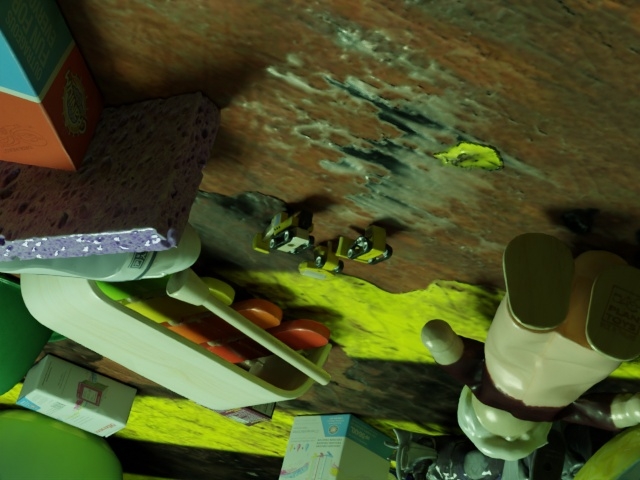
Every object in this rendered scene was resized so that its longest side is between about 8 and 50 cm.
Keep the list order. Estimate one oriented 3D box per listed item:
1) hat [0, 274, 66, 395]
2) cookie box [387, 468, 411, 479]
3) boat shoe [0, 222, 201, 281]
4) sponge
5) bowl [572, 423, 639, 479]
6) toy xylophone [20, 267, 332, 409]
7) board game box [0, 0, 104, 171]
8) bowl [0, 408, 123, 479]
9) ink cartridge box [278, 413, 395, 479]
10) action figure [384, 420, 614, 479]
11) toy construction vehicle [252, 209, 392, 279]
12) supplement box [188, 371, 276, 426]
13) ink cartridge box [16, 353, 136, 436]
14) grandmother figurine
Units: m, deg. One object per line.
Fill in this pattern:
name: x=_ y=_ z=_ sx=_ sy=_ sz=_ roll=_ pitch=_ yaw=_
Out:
hat: x=-0.371 y=0.152 z=1.280 sx=0.172 sy=0.184 sz=0.208 roll=-1 pitch=150 yaw=28
cookie box: x=0.053 y=0.319 z=1.545 sx=0.091 sy=0.040 sz=0.107 roll=22 pitch=152 yaw=-15
boat shoe: x=-0.203 y=-0.007 z=0.966 sx=0.258 sy=0.095 sz=0.084 roll=17 pitch=-176 yaw=42
sponge: x=-0.175 y=-0.043 z=0.871 sx=0.210 sy=0.117 sz=0.031 roll=-4 pitch=146 yaw=33
bowl: x=0.324 y=0.269 z=1.079 sx=0.289 sy=0.290 sz=0.156 roll=22 pitch=-172 yaw=-15
toy xylophone: x=-0.118 y=0.074 z=1.110 sx=0.236 sy=0.081 sz=0.322 roll=-10 pitch=144 yaw=40
board game box: x=-0.329 y=-0.156 z=0.792 sx=0.316 sy=0.064 sz=0.242 roll=9 pitch=153 yaw=12
bowl: x=-0.410 y=0.349 z=1.711 sx=0.311 sy=0.163 sz=0.311 roll=11 pitch=154 yaw=6
ink cartridge box: x=0.013 y=0.286 z=1.385 sx=0.092 sy=0.143 sz=0.090 roll=-10 pitch=144 yaw=40
action figure: x=0.180 y=0.243 z=1.266 sx=0.185 sy=0.099 sz=0.285 roll=8 pitch=163 yaw=-25
toy construction vehicle: x=0.000 y=0.000 z=0.967 sx=0.085 sy=0.035 sz=0.098 roll=15 pitch=159 yaw=-25
supplement box: x=-0.096 y=0.171 z=1.332 sx=0.083 sy=0.043 sz=0.055 roll=28 pitch=151 yaw=-22
ink cartridge box: x=-0.301 y=0.194 z=1.475 sx=0.122 sy=0.052 sz=0.088 roll=27 pitch=152 yaw=-20
grandmother figurine: x=0.187 y=0.109 z=1.012 sx=0.207 sy=0.104 sz=0.342 roll=29 pitch=158 yaw=7
